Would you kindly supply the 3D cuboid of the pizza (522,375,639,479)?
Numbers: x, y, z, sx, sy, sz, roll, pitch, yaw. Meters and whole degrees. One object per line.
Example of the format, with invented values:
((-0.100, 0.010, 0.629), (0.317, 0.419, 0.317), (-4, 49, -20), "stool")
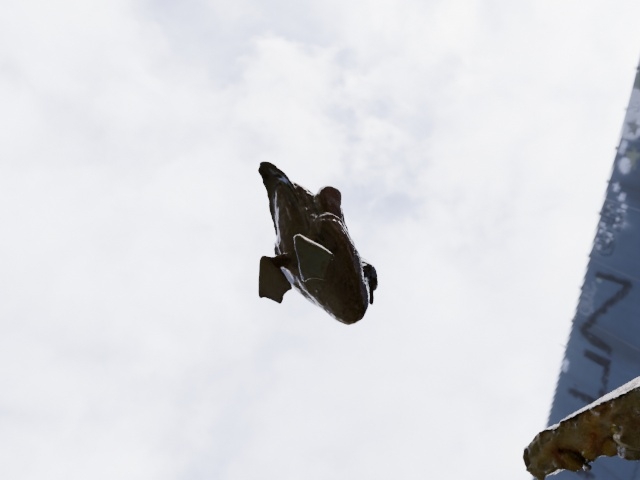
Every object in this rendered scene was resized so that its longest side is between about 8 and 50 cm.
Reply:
((0.540, 0.231, 1.118), (0.440, 0.406, 0.130), (-21, -108, -21), "pizza")

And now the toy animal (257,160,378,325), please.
((0.000, 0.000, 0.803), (0.089, 0.179, 0.188), (-28, -98, 25), "toy animal")
